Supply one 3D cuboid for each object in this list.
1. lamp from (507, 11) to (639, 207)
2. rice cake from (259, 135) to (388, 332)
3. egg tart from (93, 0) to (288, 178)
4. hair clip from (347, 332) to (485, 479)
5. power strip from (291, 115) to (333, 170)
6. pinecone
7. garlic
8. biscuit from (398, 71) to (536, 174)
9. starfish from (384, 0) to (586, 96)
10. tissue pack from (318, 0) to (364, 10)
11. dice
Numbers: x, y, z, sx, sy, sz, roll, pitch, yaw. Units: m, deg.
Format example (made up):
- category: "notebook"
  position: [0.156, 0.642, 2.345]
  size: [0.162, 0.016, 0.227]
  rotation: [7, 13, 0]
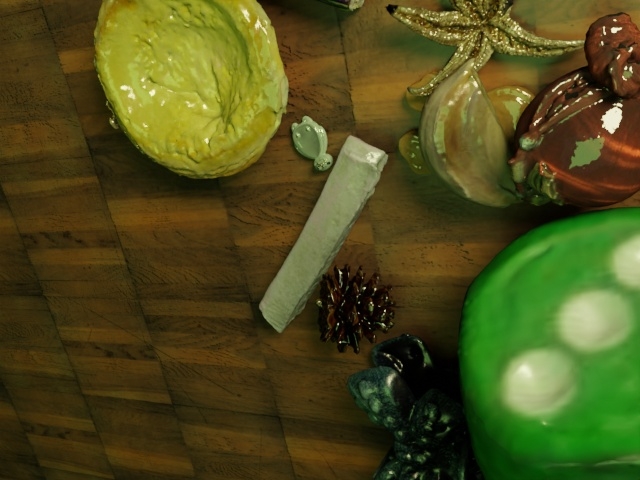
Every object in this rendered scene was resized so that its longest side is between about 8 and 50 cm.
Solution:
- category: "lamp"
  position: [0.317, -0.121, 0.674]
  size: [0.223, 0.215, 0.151]
  rotation: [-48, 55, 52]
- category: "rice cake"
  position: [0.000, 0.000, 0.951]
  size: [0.072, 0.056, 0.365]
  rotation: [35, 124, 10]
- category: "egg tart"
  position: [-0.172, -0.242, 0.872]
  size: [0.315, 0.120, 0.315]
  rotation: [10, 119, 18]
- category: "hair clip"
  position: [0.166, 0.308, 0.958]
  size: [0.206, 0.194, 0.310]
  rotation: [1, 116, 31]
- category: "power strip"
  position: [-0.013, -0.138, 0.904]
  size: [0.055, 0.035, 0.083]
  rotation: [-26, 99, 31]
- category: "pinecone"
  position: [0.052, 0.105, 0.939]
  size: [0.121, 0.140, 0.140]
  rotation: [-3, 116, -6]
- category: "garlic"
  position: [0.178, -0.113, 0.763]
  size: [0.101, 0.087, 0.195]
  rotation: [-20, 109, 22]
- category: "biscuit"
  position: [0.220, -0.133, 0.807]
  size: [0.236, 0.040, 0.144]
  rotation: [17, 125, 18]
- category: "starfish"
  position: [0.196, -0.258, 0.743]
  size: [0.238, 0.057, 0.213]
  rotation: [23, 116, 4]
- category: "tissue pack"
  position: [-0.038, -0.403, 0.762]
  size: [0.235, 0.073, 0.173]
  rotation: [22, 121, 12]
- category: "dice"
  position: [0.344, 0.159, 0.696]
  size: [0.297, 0.300, 0.287]
  rotation: [-16, 133, 30]
